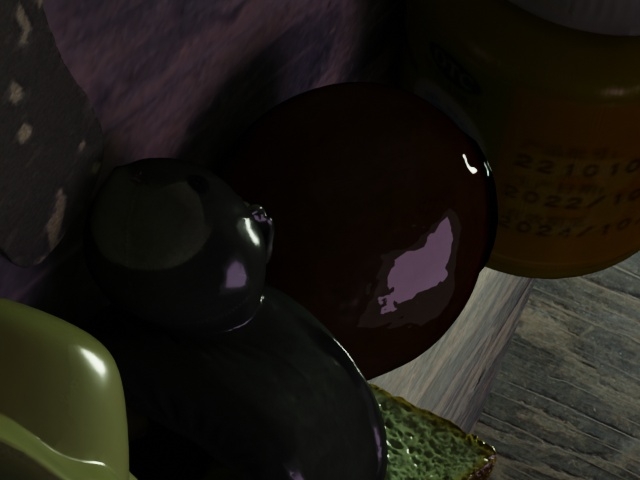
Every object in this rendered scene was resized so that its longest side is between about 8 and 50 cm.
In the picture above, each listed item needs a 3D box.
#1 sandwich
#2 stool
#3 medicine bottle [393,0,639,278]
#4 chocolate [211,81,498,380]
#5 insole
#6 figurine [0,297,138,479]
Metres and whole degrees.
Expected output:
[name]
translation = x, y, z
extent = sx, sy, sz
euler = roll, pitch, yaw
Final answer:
[sandwich]
translation = 0.016, 0.206, 1.078
extent = 0.215, 0.186, 0.065
euler = -51, 164, -40
[stool]
translation = -0.073, 0.083, 0.618
extent = 0.139, 0.153, 0.228
euler = -45, 117, -49
[medicine bottle]
translation = 0.165, -0.155, 0.901
extent = 0.224, 0.224, 0.384
euler = -58, 167, -27
[chocolate]
translation = 0.000, 0.000, 0.733
extent = 0.177, 0.176, 0.177
euler = -59, 166, -24
[insole]
translation = -0.112, -0.048, 0.462
extent = 0.081, 0.011, 0.248
euler = -59, 167, -14
[figurine]
translation = -0.132, 0.140, 0.415
extent = 0.180, 0.153, 0.262
euler = 49, 49, -50
